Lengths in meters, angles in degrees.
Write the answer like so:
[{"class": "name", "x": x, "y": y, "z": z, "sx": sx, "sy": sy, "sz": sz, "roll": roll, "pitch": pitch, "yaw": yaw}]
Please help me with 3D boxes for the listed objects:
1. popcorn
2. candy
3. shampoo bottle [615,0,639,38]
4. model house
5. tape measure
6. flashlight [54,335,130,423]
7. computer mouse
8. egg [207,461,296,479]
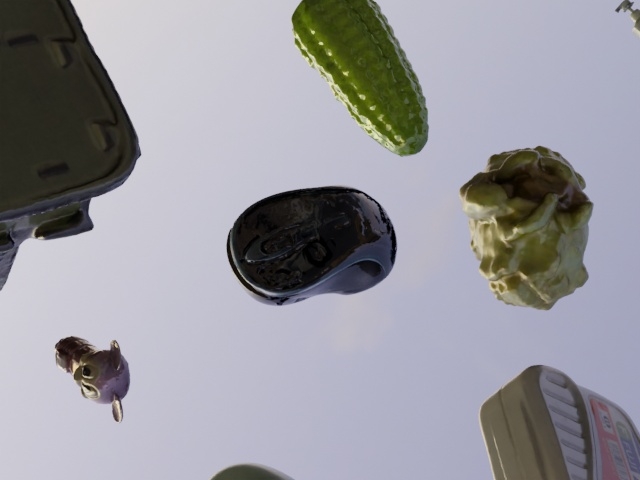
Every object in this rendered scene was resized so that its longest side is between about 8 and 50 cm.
[{"class": "popcorn", "x": 0.305, "y": -0.020, "z": 2.254, "sx": 0.194, "sy": 0.255, "sz": 0.256, "roll": -1, "pitch": -117, "yaw": 16}, {"class": "candy", "x": 0.048, "y": -0.170, "z": 1.583, "sx": 0.096, "sy": 0.097, "sz": 0.209, "roll": -33, "pitch": -115, "yaw": 5}, {"class": "shampoo bottle", "x": 0.473, "y": -0.289, "z": 2.179, "sx": 0.049, "sy": 0.141, "sz": 0.034, "roll": -40, "pitch": 162, "yaw": -6}, {"class": "model house", "x": -0.294, "y": -0.053, "z": 1.177, "sx": 0.204, "sy": 0.218, "sz": 0.279, "roll": -15, "pitch": 160, "yaw": -33}, {"class": "tape measure", "x": 0.312, "y": 0.299, "z": 1.925, "sx": 0.130, "sy": 0.265, "sz": 0.258, "roll": -43, "pitch": -141, "yaw": 28}, {"class": "flashlight", "x": -0.147, "y": 0.080, "z": 0.978, "sx": 0.031, "sy": 0.052, "sz": 0.110, "roll": -5, "pitch": -170, "yaw": -26}, {"class": "computer mouse", "x": 0.000, "y": 0.000, "z": 1.879, "sx": 0.233, "sy": 0.137, "sz": 0.096, "roll": -18, "pitch": 155, "yaw": -34}, {"class": "egg", "x": -0.053, "y": 0.376, "z": 1.797, "sx": 0.183, "sy": 0.183, "sz": 0.264, "roll": -33, "pitch": -118, "yaw": 4}]
